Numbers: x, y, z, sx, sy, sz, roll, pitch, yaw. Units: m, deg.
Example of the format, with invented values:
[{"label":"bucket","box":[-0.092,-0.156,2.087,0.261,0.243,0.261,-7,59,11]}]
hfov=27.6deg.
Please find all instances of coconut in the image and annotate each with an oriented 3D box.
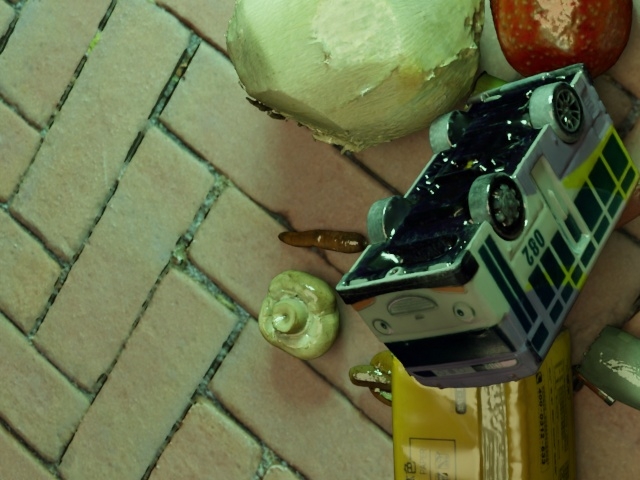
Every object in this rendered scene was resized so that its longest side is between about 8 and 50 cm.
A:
[{"label":"coconut","box":[0.065,-0.311,1.869,0.360,0.346,0.346,-25,83,29]}]

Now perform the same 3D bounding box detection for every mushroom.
[{"label":"mushroom","box":[-0.033,0.119,2.084,0.148,0.112,0.148,-3,85,28]}]

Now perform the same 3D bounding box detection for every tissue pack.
[{"label":"tissue pack","box":[0.239,0.324,1.867,0.228,0.293,0.382,0,95,25]}]

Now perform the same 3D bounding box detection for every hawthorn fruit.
[{"label":"hawthorn fruit","box":[0.337,-0.304,1.826,0.205,0.205,0.253,0,102,26]}]

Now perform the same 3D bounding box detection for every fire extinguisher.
[{"label":"fire extinguisher","box":[0.402,0.212,1.929,0.083,0.022,0.028,40,140,18]}]

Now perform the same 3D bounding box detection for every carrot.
[{"label":"carrot","box":[0.000,-0.002,2.101,0.165,0.035,0.036,6,97,28]}]

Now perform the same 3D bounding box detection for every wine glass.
[{"label":"wine glass","box":[0.550,0.161,1.809,0.309,0.096,0.264,33,110,21]}]

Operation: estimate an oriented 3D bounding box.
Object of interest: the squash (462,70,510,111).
[{"label":"squash","box":[0.304,-0.171,1.910,0.188,0.095,0.095,26,105,16]}]

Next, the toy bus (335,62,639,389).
[{"label":"toy bus","box":[0.232,-0.011,1.703,0.209,0.440,0.249,-12,120,42]}]

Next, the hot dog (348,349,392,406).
[{"label":"hot dog","box":[0.116,0.217,2.048,0.140,0.060,0.090,22,99,26]}]

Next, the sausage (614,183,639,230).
[{"label":"sausage","box":[0.400,-0.035,1.886,0.154,0.062,0.062,-32,80,25]}]
